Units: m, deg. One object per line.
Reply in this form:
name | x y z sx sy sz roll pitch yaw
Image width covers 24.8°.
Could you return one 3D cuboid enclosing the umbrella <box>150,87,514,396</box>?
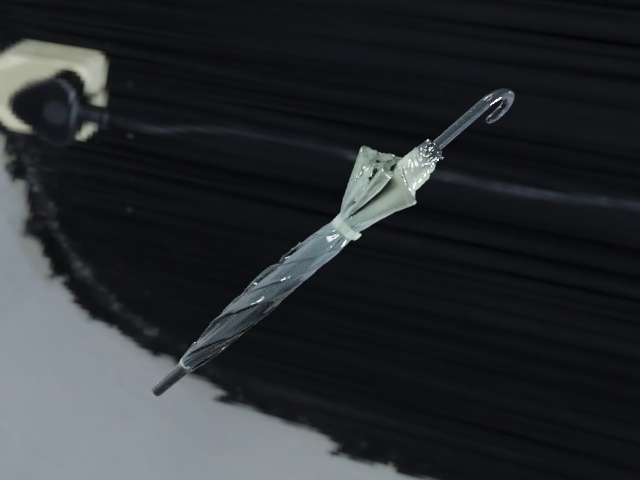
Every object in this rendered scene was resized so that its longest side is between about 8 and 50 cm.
umbrella | -0.002 -0.001 0.810 0.269 0.044 0.044 -40 157 9
